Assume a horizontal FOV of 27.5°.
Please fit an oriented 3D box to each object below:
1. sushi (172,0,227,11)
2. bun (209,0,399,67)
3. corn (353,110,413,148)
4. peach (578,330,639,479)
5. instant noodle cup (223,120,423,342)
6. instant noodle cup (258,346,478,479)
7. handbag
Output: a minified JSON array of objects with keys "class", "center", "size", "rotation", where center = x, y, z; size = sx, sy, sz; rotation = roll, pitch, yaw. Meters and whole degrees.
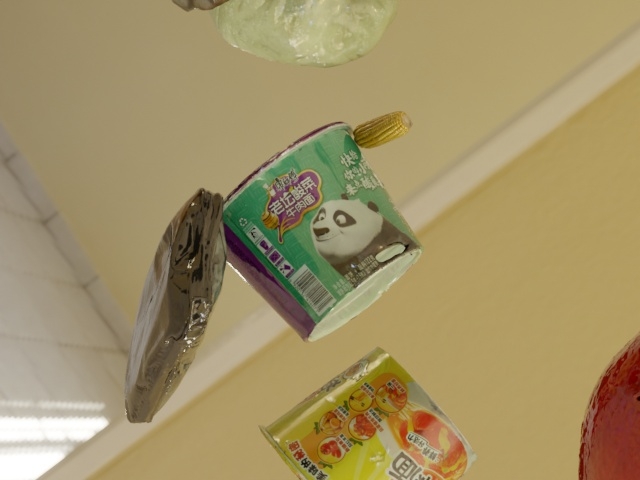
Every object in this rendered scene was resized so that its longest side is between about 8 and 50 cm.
[{"class":"sushi","center":[-0.098,-0.289,0.882],"size":[0.343,0.182,0.196],"rotation":[29,-34,38]},{"class":"bun","center":[-0.017,-0.275,1.344],"size":[0.212,0.203,0.127],"rotation":[-76,176,-50]},{"class":"corn","center":[0.078,-0.140,1.662],"size":[0.037,0.092,0.037],"rotation":[14,68,-40]},{"class":"peach","center":[0.363,0.187,0.941],"size":[0.370,0.370,0.370],"rotation":[52,7,-9]},{"class":"instant noodle cup","center":[0.000,0.000,1.671],"size":[0.190,0.251,0.251],"rotation":[51,6,11]},{"class":"instant noodle cup","center":[0.073,0.283,1.758],"size":[0.264,0.200,0.264],"rotation":[49,-4,5]},{"class":"handbag","center":[-0.171,0.082,1.522],"size":[0.074,0.332,0.192],"rotation":[15,58,-14]}]
